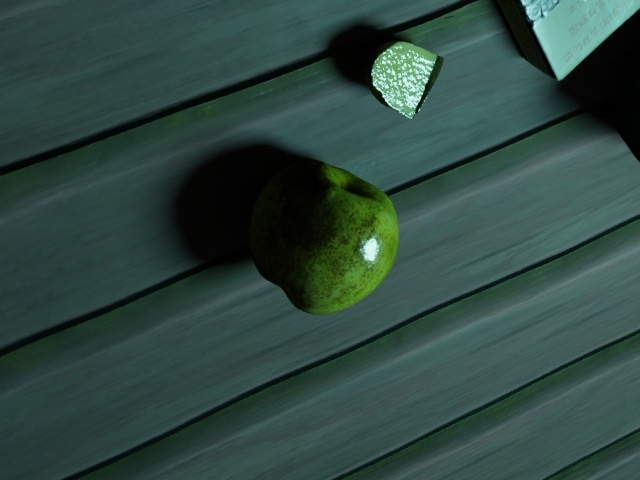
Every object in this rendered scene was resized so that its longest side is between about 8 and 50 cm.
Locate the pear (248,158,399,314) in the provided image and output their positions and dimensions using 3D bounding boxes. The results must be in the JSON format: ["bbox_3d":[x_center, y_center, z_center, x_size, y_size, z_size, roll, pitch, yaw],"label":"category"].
[{"bbox_3d":[0.000,0.000,1.820,0.197,0.197,0.197,-18,127,-25],"label":"pear"}]

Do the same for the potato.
[{"bbox_3d":[0.093,-0.224,1.819,0.103,0.066,0.096,30,85,-38],"label":"potato"}]

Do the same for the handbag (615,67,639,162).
[{"bbox_3d":[0.552,-0.238,2.026,0.178,0.275,0.302,28,108,-24],"label":"handbag"}]

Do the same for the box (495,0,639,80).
[{"bbox_3d":[0.314,-0.387,1.849,0.198,0.084,0.310,-42,134,-4],"label":"box"}]
